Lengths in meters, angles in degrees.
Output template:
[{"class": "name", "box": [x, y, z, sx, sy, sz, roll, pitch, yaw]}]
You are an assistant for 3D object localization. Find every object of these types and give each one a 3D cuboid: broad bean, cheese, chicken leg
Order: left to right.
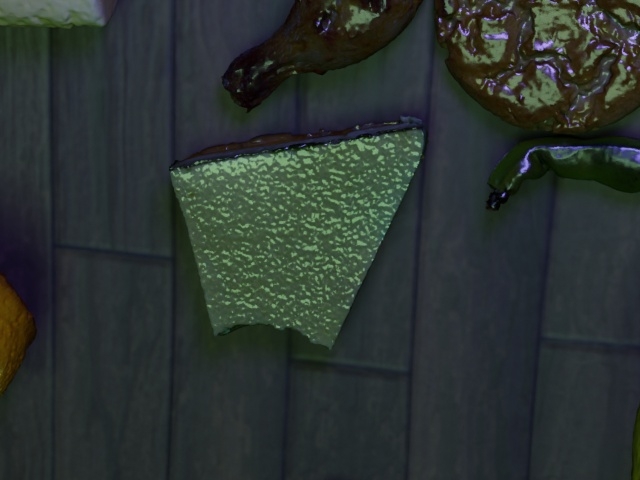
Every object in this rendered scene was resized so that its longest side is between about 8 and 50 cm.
[{"class": "cheese", "box": [-0.272, -0.254, 1.783, 0.167, 0.094, 0.123, -1, 100, 7]}, {"class": "chicken leg", "box": [0.011, -0.254, 1.741, 0.177, 0.083, 0.322, 14, 110, 15]}, {"class": "broad bean", "box": [0.243, -0.068, 1.771, 0.195, 0.046, 0.061, -8, 90, 8]}]

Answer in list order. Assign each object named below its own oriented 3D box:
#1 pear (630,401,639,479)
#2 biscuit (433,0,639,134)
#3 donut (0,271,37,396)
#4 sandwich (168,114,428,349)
[{"class": "pear", "box": [0.437, 0.216, 1.670, 0.391, 0.391, 0.391, 4, 110, 10]}, {"class": "biscuit", "box": [0.207, -0.199, 1.734, 0.226, 0.042, 0.226, 4, 108, 11]}, {"class": "donut", "box": [-0.398, 0.080, 1.872, 0.253, 0.118, 0.253, 12, 151, 7]}, {"class": "sandwich", "box": [0.000, 0.000, 1.840, 0.245, 0.063, 0.212, -8, 111, 14]}]
